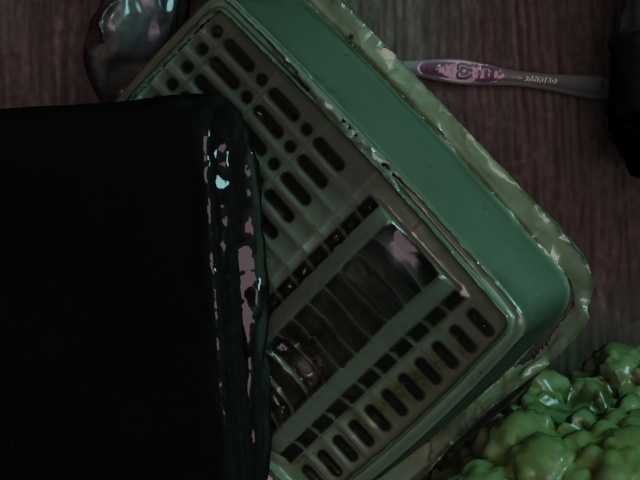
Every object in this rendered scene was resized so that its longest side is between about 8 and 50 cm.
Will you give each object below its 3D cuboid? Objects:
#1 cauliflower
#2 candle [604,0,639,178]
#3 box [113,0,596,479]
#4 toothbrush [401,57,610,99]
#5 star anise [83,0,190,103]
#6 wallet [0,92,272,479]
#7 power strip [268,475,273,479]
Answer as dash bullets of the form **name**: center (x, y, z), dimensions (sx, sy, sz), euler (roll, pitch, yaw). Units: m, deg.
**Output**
- **cauliflower**: center (0.154, 0.217, 0.865), dimensions (0.260, 0.327, 0.281), euler (30, 134, 8)
- **candle**: center (0.297, -0.197, 0.862), dimensions (0.221, 0.221, 0.343), euler (5, 92, -5)
- **box**: center (0.000, 0.000, 0.828), dimensions (0.290, 0.166, 0.220), euler (48, 114, 8)
- **toothbrush**: center (0.101, -0.114, 0.949), dimensions (0.204, 0.022, 0.017), euler (5, 95, -8)
- **star anise**: center (-0.070, -0.215, 0.886), dimensions (0.257, 0.110, 0.198), euler (-30, 95, 3)
- **wallet**: center (-0.221, 0.035, 0.809), dimensions (0.406, 0.062, 0.228), euler (1, 101, 26)
- **power strip**: center (-0.096, 0.191, 0.925), dimensions (0.193, 0.059, 0.265), euler (-40, 94, -2)
